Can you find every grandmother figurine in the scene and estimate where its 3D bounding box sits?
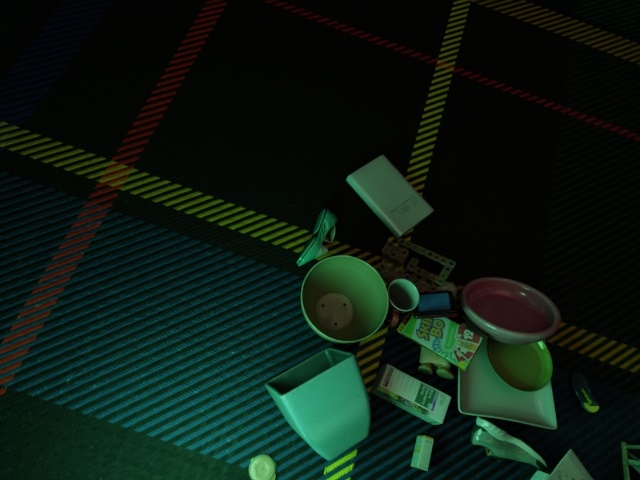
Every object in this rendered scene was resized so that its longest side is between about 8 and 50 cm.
[{"bbox_3d":[0.415,0.297,1.681,0.208,0.104,0.342,12,63,11],"label":"grandmother figurine"}]

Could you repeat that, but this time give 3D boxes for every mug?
[{"bbox_3d":[0.237,0.220,1.632,0.113,0.169,0.150,46,62,6],"label":"mug"}]

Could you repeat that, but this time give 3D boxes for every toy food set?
[{"bbox_3d":[-0.175,0.692,1.449,0.083,0.020,0.082,3,67,-8],"label":"toy food set"}]

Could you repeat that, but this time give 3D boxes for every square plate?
[{"bbox_3d":[0.628,0.451,1.657,0.344,0.049,0.347,12,57,-6],"label":"square plate"}]

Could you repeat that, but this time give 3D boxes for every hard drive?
[{"bbox_3d":[0.273,-0.177,1.873,0.203,0.040,0.307,-34,77,-26],"label":"hard drive"}]

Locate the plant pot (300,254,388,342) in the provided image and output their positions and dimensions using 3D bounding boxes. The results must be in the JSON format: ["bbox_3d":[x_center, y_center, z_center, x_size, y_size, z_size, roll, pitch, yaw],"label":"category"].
[{"bbox_3d":[0.065,0.215,1.598,0.284,0.191,0.284,3,67,-8],"label":"plant pot"}]

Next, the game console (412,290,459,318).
[{"bbox_3d":[0.380,0.214,1.600,0.144,0.124,0.085,-6,83,9],"label":"game console"}]

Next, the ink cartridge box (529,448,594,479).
[{"bbox_3d":[0.778,0.840,1.508,0.239,0.060,0.275,-37,92,-22],"label":"ink cartridge box"}]

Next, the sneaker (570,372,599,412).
[{"bbox_3d":[0.933,0.543,1.699,0.053,0.059,0.144,-20,52,15],"label":"sneaker"}]

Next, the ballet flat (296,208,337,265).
[{"bbox_3d":[0.000,0.000,1.739,0.087,0.083,0.247,31,67,-12],"label":"ballet flat"}]

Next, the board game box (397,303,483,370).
[{"bbox_3d":[0.396,0.315,1.603,0.259,0.039,0.124,27,70,28],"label":"board game box"}]

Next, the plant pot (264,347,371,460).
[{"bbox_3d":[0.012,0.503,1.450,0.247,0.248,0.252,-25,90,-19],"label":"plant pot"}]

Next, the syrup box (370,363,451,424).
[{"bbox_3d":[0.296,0.506,1.571,0.237,0.096,0.093,27,65,3],"label":"syrup box"}]

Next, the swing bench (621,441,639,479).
[{"bbox_3d":[1.084,0.793,1.508,0.165,0.253,0.254,30,65,3],"label":"swing bench"}]

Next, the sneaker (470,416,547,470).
[{"bbox_3d":[0.613,0.678,1.569,0.271,0.100,0.108,30,91,-1],"label":"sneaker"}]

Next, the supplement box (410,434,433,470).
[{"bbox_3d":[0.324,0.676,1.524,0.036,0.062,0.098,21,66,-3],"label":"supplement box"}]

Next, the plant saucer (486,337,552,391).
[{"bbox_3d":[0.676,0.404,1.646,0.241,0.037,0.241,6,57,-9],"label":"plant saucer"}]

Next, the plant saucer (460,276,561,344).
[{"bbox_3d":[0.655,0.252,1.678,0.332,0.084,0.332,4,31,-2],"label":"plant saucer"}]

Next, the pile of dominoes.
[{"bbox_3d":[0.339,0.088,1.737,0.251,0.040,0.196,25,58,22],"label":"pile of dominoes"}]
